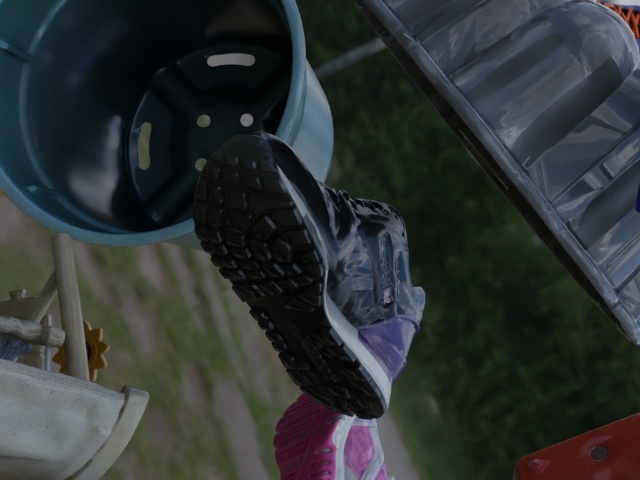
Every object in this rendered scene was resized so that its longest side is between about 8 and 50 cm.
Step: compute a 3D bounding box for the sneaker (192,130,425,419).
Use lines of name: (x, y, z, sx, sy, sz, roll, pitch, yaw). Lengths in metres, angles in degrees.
sneaker: (0.000, 0.000, 1.238, 0.124, 0.107, 0.283, -58, 145, -29)

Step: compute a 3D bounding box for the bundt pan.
bundt pan: (0.157, -0.092, 1.146, 0.331, 0.124, 0.331, 52, 4, -6)

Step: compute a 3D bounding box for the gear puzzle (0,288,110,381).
gear puzzle: (-0.432, 0.159, 2.336, 0.044, 0.339, 0.175, 19, 65, -63)

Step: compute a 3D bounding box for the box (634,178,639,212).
box: (0.267, -0.051, 0.945, 0.126, 0.137, 0.072, -46, 150, -39)

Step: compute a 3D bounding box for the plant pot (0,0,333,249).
plant pot: (-0.143, -0.134, 1.766, 0.341, 0.341, 0.334, 66, 8, 14)

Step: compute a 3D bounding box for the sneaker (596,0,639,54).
sneaker: (0.281, -0.215, 1.747, 0.087, 0.221, 0.083, 71, 19, -59)

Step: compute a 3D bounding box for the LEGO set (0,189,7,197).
LEGO set: (-0.365, -0.109, 1.918, 0.132, 0.287, 0.107, -128, -140, -77)

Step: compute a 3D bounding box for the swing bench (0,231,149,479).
swing bench: (-0.312, 0.092, 1.358, 0.253, 0.165, 0.254, 20, 22, -34)

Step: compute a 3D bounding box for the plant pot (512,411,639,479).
plant pot: (0.345, 0.343, 1.848, 0.267, 0.267, 0.235, -108, 175, -49)

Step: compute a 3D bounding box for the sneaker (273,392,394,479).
sneaker: (0.019, 0.232, 1.632, 0.111, 0.103, 0.252, 41, 45, -28)
